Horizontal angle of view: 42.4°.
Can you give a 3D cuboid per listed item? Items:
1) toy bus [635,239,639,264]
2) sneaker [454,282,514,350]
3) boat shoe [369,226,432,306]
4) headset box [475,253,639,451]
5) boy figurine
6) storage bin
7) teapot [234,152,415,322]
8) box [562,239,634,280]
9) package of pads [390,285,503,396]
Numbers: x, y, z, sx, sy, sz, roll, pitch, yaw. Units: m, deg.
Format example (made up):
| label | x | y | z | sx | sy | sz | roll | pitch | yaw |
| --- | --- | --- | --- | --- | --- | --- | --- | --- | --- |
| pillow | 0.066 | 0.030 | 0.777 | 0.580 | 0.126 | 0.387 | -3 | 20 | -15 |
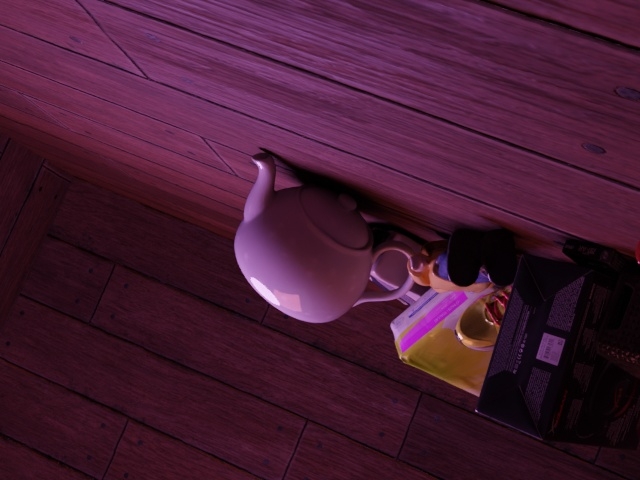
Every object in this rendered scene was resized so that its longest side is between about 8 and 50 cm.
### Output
| label | x | y | z | sx | sy | sz | roll | pitch | yaw |
| --- | --- | --- | --- | --- | --- | --- | --- | --- | --- |
| toy bus | 0.421 | 0.078 | 0.838 | 0.191 | 0.202 | 0.104 | 33 | 140 | -22 |
| sneaker | 0.289 | 0.088 | 1.207 | 0.081 | 0.208 | 0.094 | 63 | -179 | 27 |
| boat shoe | 0.193 | 0.068 | 1.586 | 0.340 | 0.127 | 0.158 | 34 | 176 | -27 |
| headset box | 0.362 | 0.160 | 1.120 | 0.293 | 0.218 | 0.110 | 17 | 179 | -43 |
| boy figurine | 0.219 | 0.036 | 1.266 | 0.177 | 0.092 | 0.285 | 0 | 177 | -3 |
| storage bin | 0.438 | 0.117 | 1.043 | 0.180 | 0.122 | 0.084 | 29 | 171 | -41 |
| teapot | 0.000 | 0.000 | 1.356 | 0.256 | 0.187 | 0.253 | 3 | -134 | -51 |
| box | 0.356 | 0.027 | 1.050 | 0.067 | 0.018 | 0.083 | 17 | 171 | 45 |
| package of pads | 0.297 | 0.170 | 1.489 | 0.296 | 0.229 | 0.101 | 27 | -149 | -33 |
